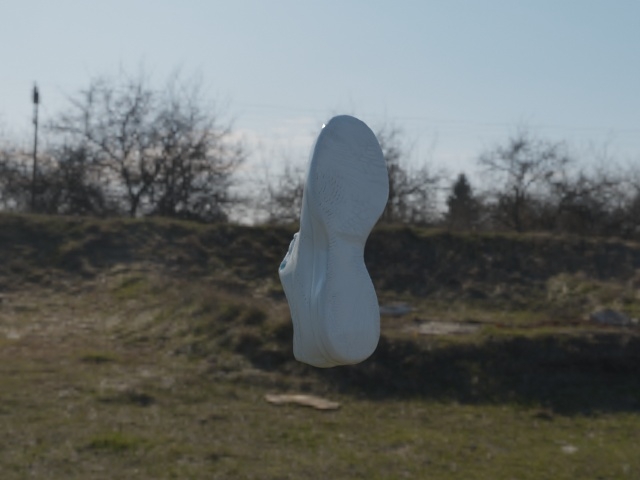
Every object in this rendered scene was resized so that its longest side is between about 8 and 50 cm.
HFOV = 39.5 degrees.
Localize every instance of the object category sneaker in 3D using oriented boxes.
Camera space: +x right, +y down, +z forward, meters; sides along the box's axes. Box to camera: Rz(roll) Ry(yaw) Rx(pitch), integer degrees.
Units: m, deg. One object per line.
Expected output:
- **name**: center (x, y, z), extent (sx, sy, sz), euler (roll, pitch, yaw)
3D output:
- **sneaker**: center (0.000, 0.000, 0.747), extent (0.080, 0.212, 0.094), euler (14, -19, -31)
